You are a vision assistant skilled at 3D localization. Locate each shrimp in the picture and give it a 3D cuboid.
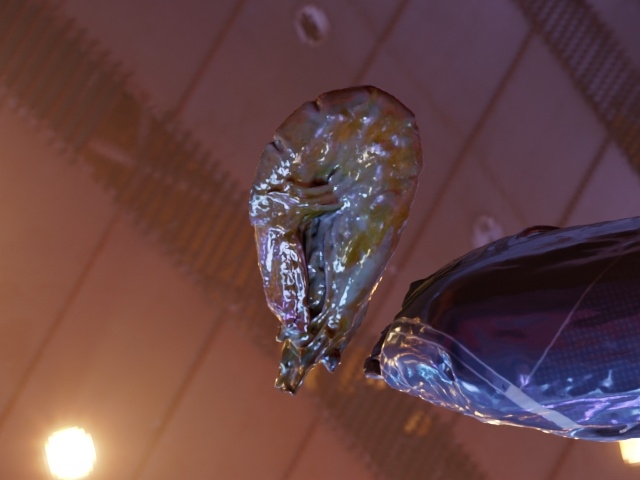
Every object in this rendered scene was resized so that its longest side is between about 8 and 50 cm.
[{"bbox_3d":[-0.001,-0.001,1.097,0.115,0.051,0.217,11,-74,-19],"label":"shrimp"}]

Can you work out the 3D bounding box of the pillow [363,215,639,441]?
[{"bbox_3d":[0.189,0.027,0.799,0.161,0.335,0.093,-66,-36,-72],"label":"pillow"}]
